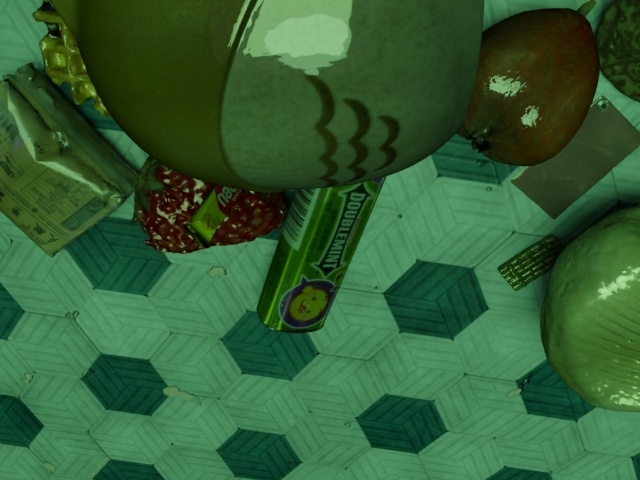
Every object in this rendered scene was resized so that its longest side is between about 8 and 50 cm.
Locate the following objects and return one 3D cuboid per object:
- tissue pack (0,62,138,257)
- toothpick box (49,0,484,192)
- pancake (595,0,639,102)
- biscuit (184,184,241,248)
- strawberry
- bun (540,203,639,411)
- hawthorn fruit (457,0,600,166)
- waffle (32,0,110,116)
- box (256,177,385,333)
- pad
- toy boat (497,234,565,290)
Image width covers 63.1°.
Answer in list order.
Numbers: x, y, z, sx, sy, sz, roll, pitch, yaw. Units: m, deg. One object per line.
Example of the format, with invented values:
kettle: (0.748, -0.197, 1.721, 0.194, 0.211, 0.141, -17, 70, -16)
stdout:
tissue pack: (-0.462, -0.121, 0.862, 0.215, 0.123, 0.256, -31, 110, 21)
toothpick box: (-0.058, -0.261, 0.604, 0.426, 0.409, 0.408, -3, 117, 3)
pancake: (0.483, -0.258, 0.686, 0.235, 0.029, 0.212, 19, 155, 42)
biscuit: (-0.111, -0.113, 0.769, 0.026, 0.291, 0.048, -1, 140, 40)
strawberry: (-0.166, -0.069, 0.845, 0.245, 0.205, 0.205, 17, 119, -27)
bun: (0.523, 0.098, 0.841, 0.349, 0.227, 0.352, 17, 115, -4)
hawthorn fruit: (0.295, -0.229, 0.723, 0.199, 0.199, 0.251, 38, 100, -15)
waffle: (-0.326, -0.334, 0.773, 0.283, 0.065, 0.309, -36, 108, 19)
box: (0.000, 0.000, 0.890, 0.134, 0.097, 0.345, 5, 121, -30)
pad: (0.421, -0.130, 0.855, 0.113, 0.006, 0.187, 37, 114, -15)
toy boat: (0.385, 0.041, 0.940, 0.115, 0.016, 0.063, -37, 109, 20)
